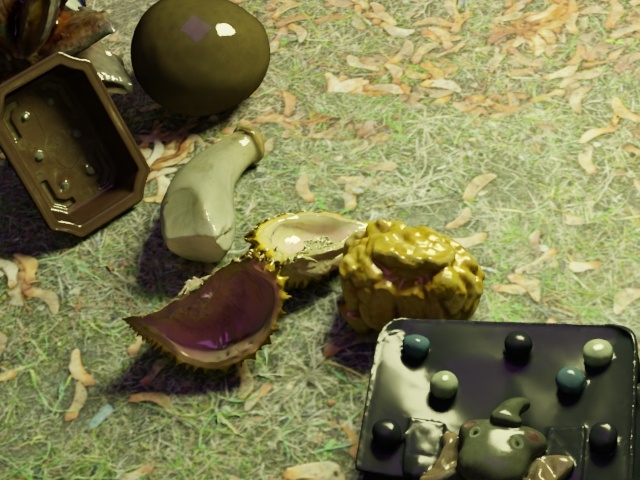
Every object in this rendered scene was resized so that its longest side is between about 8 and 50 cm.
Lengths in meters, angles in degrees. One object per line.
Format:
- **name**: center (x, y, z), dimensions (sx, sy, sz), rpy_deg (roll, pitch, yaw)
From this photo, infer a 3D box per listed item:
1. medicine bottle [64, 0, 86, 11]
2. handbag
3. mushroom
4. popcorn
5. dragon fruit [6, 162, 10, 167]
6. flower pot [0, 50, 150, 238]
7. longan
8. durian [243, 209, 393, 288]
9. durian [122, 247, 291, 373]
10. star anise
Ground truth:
- **medicine bottle**: center (-0.493, -0.423, 2.340), dimensions (0.190, 0.190, 0.332), rpy_deg (-15, 46, -3)
- **handbag**: center (0.213, 0.213, 1.642), dimensions (0.325, 0.118, 0.269), rpy_deg (-1, 47, 14)
- **mushroom**: center (-0.159, -0.074, 2.002), dimensions (0.118, 0.103, 0.270), rpy_deg (1, 42, 13)
- **popcorn**: center (0.104, 0.048, 1.805), dimensions (0.163, 0.140, 0.194), rpy_deg (-35, 48, -28)
- **dragon fruit**: center (-0.412, -0.146, 2.126), dimensions (0.147, 0.096, 0.102), rpy_deg (25, 61, 33)
- **flower pot**: center (-0.376, -0.139, 2.037), dimensions (0.179, 0.251, 0.084), rpy_deg (-34, 19, -20)
- **longan**: center (-0.188, -0.286, 2.147), dimensions (0.220, 0.196, 0.196), rpy_deg (21, 54, 21)
- **durian**: center (0.002, 0.013, 1.907), dimensions (0.224, 0.078, 0.140), rpy_deg (-9, 24, -22)
- **durian**: center (-0.137, 0.089, 1.812), dimensions (0.165, 0.132, 0.182), rpy_deg (33, 79, 37)
- **star anise**: center (-0.432, -0.295, 2.125), dimensions (0.331, 0.332, 0.118), rpy_deg (7, 53, 18)
